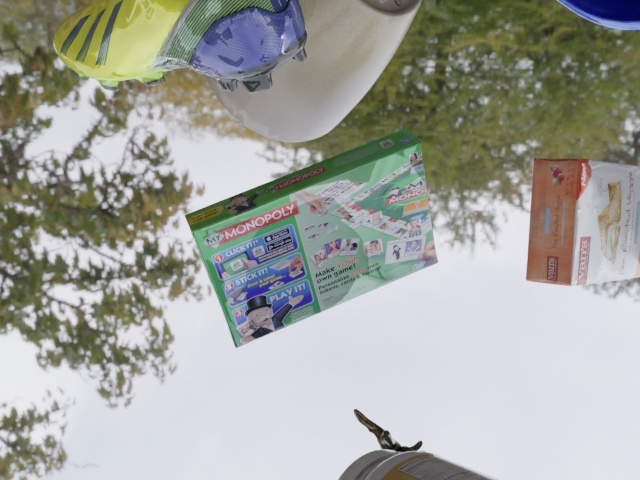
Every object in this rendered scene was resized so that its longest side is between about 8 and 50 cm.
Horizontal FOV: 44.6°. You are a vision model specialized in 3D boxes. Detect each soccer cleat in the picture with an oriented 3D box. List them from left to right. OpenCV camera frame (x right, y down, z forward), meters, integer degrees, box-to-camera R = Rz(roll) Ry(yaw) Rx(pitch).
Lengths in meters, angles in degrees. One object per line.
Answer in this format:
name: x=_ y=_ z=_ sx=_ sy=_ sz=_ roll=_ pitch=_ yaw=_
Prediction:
soccer cleat: x=-0.129 y=-0.187 z=0.627 sx=0.289 sy=0.121 sz=0.093 roll=12 pitch=-134 yaw=41

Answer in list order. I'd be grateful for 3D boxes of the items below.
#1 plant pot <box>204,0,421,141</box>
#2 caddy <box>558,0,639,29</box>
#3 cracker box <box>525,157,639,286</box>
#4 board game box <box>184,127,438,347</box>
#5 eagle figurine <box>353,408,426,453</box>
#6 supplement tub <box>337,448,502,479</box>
plant pot: x=0.008 y=-0.295 z=1.032 sx=0.256 sy=0.256 sz=0.274 roll=-28 pitch=-177 yaw=-32
caddy: x=0.219 y=-0.307 z=0.573 sx=0.179 sy=0.241 sz=0.341 roll=-17 pitch=-132 yaw=-30
cracker box: x=0.359 y=-0.026 z=1.025 sx=0.067 sy=0.156 sz=0.232 roll=7 pitch=-173 yaw=44
board game box: x=0.000 y=0.000 z=1.056 sx=0.317 sy=0.214 sz=0.046 roll=-22 pitch=-142 yaw=-10
eagle figurine: x=0.092 y=0.513 z=1.469 sx=0.226 sy=0.225 sz=0.298 roll=25 pitch=-117 yaw=8
supplement tub: x=0.172 y=0.419 z=1.054 sx=0.228 sy=0.228 sz=0.316 roll=-28 pitch=-161 yaw=-32
